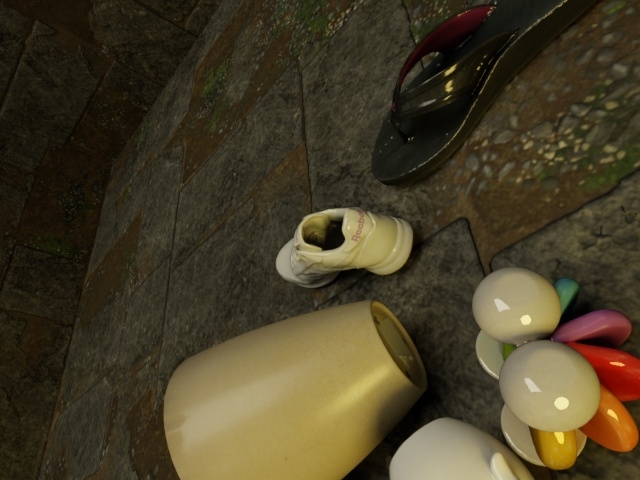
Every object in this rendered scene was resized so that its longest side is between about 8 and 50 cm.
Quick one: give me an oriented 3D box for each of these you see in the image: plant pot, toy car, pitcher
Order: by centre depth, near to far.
[{"bbox_3d":[0.160,0.242,0.434,0.207,0.126,0.177,47,134,42],"label":"pitcher"},{"bbox_3d":[0.223,0.109,0.470,0.137,0.159,0.181,-16,50,9],"label":"toy car"},{"bbox_3d":[-0.011,0.198,0.665,0.274,0.256,0.256,-35,42,17],"label":"plant pot"}]

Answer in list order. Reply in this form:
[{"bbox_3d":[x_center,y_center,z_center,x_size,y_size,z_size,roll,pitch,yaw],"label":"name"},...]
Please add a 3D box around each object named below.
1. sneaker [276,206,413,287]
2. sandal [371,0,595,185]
[{"bbox_3d":[0.000,0.000,0.820,0.305,0.152,0.114,-18,59,51],"label":"sneaker"},{"bbox_3d":[0.204,-0.270,0.732,0.445,0.107,0.167,-48,37,27],"label":"sandal"}]
